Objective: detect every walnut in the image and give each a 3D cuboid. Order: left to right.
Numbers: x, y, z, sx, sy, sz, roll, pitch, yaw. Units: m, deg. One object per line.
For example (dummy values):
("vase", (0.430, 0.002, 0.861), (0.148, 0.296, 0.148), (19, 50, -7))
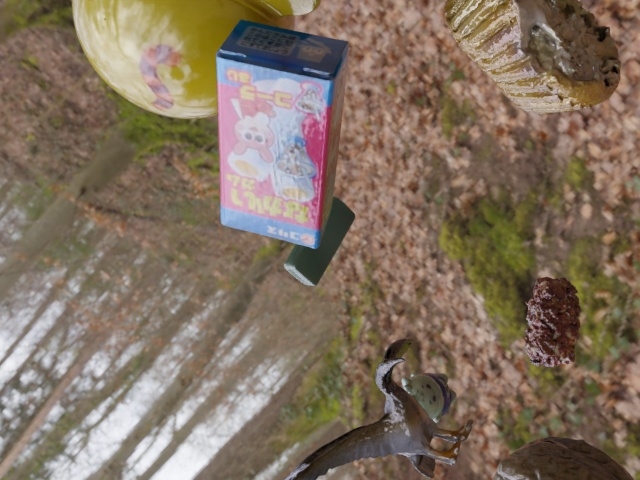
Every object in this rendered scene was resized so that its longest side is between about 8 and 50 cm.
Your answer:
("walnut", (0.384, 0.391, 1.292), (0.230, 0.178, 0.178), (6, 162, 35))

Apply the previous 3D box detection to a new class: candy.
("candy", (-0.056, -0.139, 1.171), (0.157, 0.306, 0.100), (13, -136, 8))

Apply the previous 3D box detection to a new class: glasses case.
("glasses case", (0.000, 0.000, 1.764), (0.078, 0.184, 0.039), (42, 159, -32))

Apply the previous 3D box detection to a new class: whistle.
("whistle", (0.221, 0.318, 1.726), (0.110, 0.092, 0.244), (62, -162, 17))

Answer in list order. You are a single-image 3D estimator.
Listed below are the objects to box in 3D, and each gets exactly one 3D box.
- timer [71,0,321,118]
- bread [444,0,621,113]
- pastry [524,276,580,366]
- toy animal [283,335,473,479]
("timer", (-0.196, -0.364, 1.258), (0.376, 0.376, 0.387), (44, 168, -1))
("bread", (0.300, -0.288, 1.190), (0.274, 0.149, 0.274), (27, -135, -31))
("pastry", (0.515, 0.179, 1.872), (0.115, 0.208, 0.097), (12, 166, -1))
("toy animal", (0.104, 0.200, 1.011), (0.160, 0.197, 0.272), (32, -129, 3))
